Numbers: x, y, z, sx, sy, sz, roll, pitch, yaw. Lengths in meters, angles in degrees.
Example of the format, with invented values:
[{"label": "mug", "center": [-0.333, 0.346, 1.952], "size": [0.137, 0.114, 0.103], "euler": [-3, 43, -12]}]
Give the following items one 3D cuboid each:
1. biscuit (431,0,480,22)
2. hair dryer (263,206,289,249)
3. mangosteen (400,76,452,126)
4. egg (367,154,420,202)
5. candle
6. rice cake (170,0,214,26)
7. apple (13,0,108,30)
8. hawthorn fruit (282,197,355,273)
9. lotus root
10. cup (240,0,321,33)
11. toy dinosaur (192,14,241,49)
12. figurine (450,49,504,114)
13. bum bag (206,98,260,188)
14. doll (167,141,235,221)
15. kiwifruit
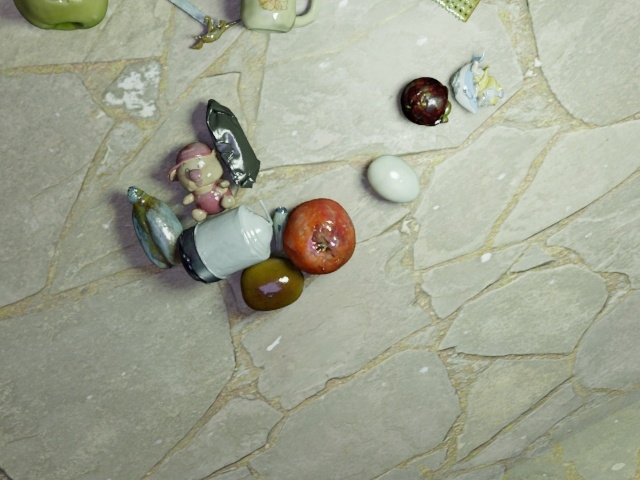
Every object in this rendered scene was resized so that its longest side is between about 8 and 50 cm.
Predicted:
[{"label": "biscuit", "center": [0.426, -0.839, 1.769], "size": [0.232, 0.016, 0.139], "euler": [30, 102, -13]}, {"label": "hair dryer", "center": [-0.204, -0.036, 1.966], "size": [0.200, 0.067, 0.167], "euler": [-6, 114, 9]}, {"label": "mangosteen", "center": [0.361, -0.473, 1.819], "size": [0.184, 0.173, 0.172], "euler": [-25, 124, -44]}, {"label": "egg", "center": [0.261, -0.213, 1.886], "size": [0.209, 0.151, 0.151], "euler": [31, 103, -17]}, {"label": "candle", "center": [-0.301, 0.005, 1.855], "size": [0.343, 0.221, 0.221], "euler": [-21, 108, 16]}, {"label": "rice cake", "center": [-0.423, -0.748, 1.728], "size": [0.171, 0.029, 0.033], "euler": [33, 107, -14]}, {"label": "apple", "center": [-0.770, -0.754, 1.589], "size": [0.280, 0.279, 0.278], "euler": [-1, 108, -4]}, {"label": "hawthorn fruit", "center": [0.000, 0.000, 1.852], "size": [0.276, 0.307, 0.275], "euler": [-2, 105, -6]}, {"label": "lotus root", "center": [-0.574, -0.052, 1.888], "size": [0.158, 0.140, 0.322], "euler": [-16, 105, 27]}, {"label": "cup", "center": [-0.136, -0.766, 1.699], "size": [0.173, 0.255, 0.202], "euler": [16, 110, 35]}, {"label": "toy dinosaur", "center": [-0.337, -0.678, 1.758], "size": [0.162, 0.126, 0.039], "euler": [-17, 68, -35]}, {"label": "figurine", "center": [0.534, -0.533, 1.820], "size": [0.184, 0.128, 0.208], "euler": [4, 103, -8]}, {"label": "bum bag", "center": [-0.301, -0.329, 1.828], "size": [0.080, 0.142, 0.326], "euler": [-14, 107, 37]}, {"label": "doll", "center": [-0.406, -0.206, 1.833], "size": [0.196, 0.152, 0.255], "euler": [-28, 103, -23]}, {"label": "kiwifruit", "center": [-0.173, 0.158, 1.954], "size": [0.234, 0.196, 0.195], "euler": [-8, 108, -8]}]
